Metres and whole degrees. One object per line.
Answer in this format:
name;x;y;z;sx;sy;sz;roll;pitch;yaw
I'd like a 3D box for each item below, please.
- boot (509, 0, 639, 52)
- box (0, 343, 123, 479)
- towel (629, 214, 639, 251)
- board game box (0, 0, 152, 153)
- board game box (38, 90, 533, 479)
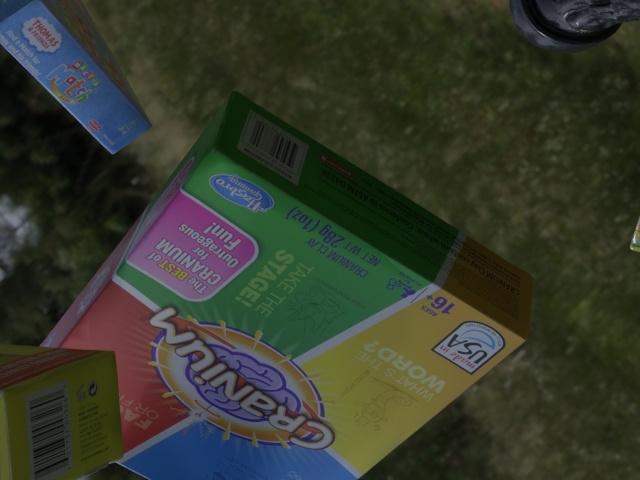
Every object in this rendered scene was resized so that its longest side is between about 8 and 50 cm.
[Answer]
boot;0.234;-0.323;0.948;0.260;0.131;0.348;155;114;-83
box;-0.216;0.083;0.609;0.232;0.058;0.087;2;-171;28
towel;0.436;-0.056;1.456;0.102;0.021;0.237;15;142;11
board game box;-0.192;-0.172;0.784;0.211;0.039;0.160;59;-177;26
board game box;-0.043;0.074;0.881;0.242;0.316;0.064;31;-140;-14
